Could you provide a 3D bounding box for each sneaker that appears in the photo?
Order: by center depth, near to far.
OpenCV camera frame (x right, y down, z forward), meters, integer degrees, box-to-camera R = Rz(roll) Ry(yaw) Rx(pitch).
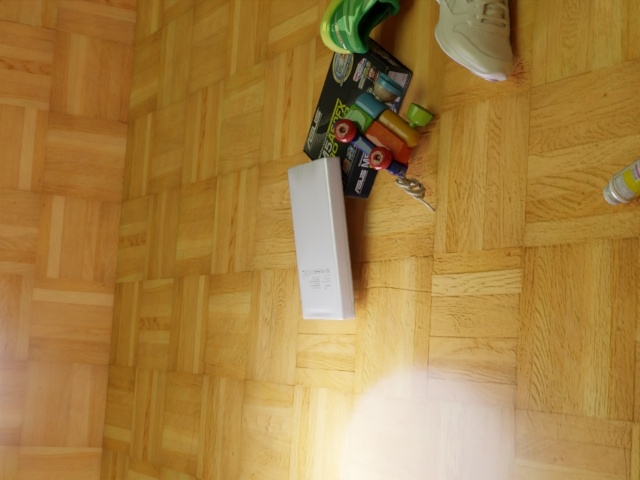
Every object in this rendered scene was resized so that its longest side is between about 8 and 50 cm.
[{"bbox_3d":[0.252,-0.394,1.870,0.152,0.114,0.305,-54,40,45],"label":"sneaker"},{"bbox_3d":[0.111,-0.481,2.170,0.123,0.109,0.296,28,95,29],"label":"sneaker"}]

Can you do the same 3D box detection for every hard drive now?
[{"bbox_3d":[0.000,0.000,2.265,0.203,0.040,0.308,172,92,-67],"label":"hard drive"}]

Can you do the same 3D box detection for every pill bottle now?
[{"bbox_3d":[0.421,-0.079,1.559,0.083,0.043,0.043,-40,50,53],"label":"pill bottle"}]

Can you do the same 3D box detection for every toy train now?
[{"bbox_3d":[0.154,-0.180,2.054,0.248,0.105,0.143,40,103,23],"label":"toy train"}]

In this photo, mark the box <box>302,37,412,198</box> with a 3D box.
[{"bbox_3d":[0.067,-0.247,2.247,0.216,0.060,0.270,52,129,52],"label":"box"}]
